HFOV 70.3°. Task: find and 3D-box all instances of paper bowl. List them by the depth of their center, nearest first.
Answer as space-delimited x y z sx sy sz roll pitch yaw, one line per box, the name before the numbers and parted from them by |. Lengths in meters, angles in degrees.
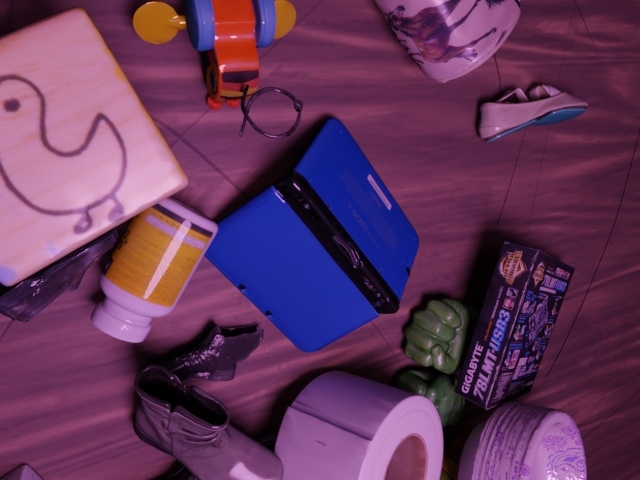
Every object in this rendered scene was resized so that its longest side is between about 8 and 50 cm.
paper bowl | 0.354 0.438 0.815 0.284 0.148 0.284 4 84 -43

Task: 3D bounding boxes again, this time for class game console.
game console | 0.000 0.000 0.743 0.293 0.173 0.250 51 47 -27

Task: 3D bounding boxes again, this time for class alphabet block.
alphabet block | -0.286 -0.099 0.483 0.197 0.193 0.192 -35 117 -15

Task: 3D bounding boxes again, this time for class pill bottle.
pill bottle | -0.221 0.035 0.597 0.103 0.103 0.184 30 88 -29

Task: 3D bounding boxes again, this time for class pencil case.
pencil case | 0.119 -0.434 0.621 0.410 0.160 0.184 46 71 -28

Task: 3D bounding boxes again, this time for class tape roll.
tape roll | 0.068 0.353 0.737 0.246 0.169 0.246 -5 97 -47

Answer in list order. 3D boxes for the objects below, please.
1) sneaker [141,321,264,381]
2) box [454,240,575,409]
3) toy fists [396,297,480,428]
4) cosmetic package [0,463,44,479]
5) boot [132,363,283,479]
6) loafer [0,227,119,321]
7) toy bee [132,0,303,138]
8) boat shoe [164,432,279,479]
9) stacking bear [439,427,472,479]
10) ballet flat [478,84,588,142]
sneaker | -0.173 0.163 0.685 0.170 0.051 0.089 13 96 -33
box | 0.395 0.167 0.901 0.295 0.073 0.294 13 95 -50
toy fists | 0.222 0.248 0.874 0.142 0.096 0.279 5 101 -27
cosmetic package | -0.384 0.530 0.611 0.217 0.156 0.385 -31 115 -16
boot | -0.147 0.268 0.615 0.246 0.161 0.083 29 48 -3
loafer | -0.329 0.037 0.578 0.170 0.062 0.061 -34 137 -12
toy bee | -0.130 -0.243 0.568 0.195 0.162 0.299 9 74 -20
boat shoe | -0.176 0.379 0.711 0.335 0.121 0.119 -3 96 -37
stacking bear | 0.252 0.500 0.920 0.289 0.175 0.164 -27 140 -29
ballet flat | 0.399 -0.252 0.855 0.248 0.086 0.086 -18 110 -21
